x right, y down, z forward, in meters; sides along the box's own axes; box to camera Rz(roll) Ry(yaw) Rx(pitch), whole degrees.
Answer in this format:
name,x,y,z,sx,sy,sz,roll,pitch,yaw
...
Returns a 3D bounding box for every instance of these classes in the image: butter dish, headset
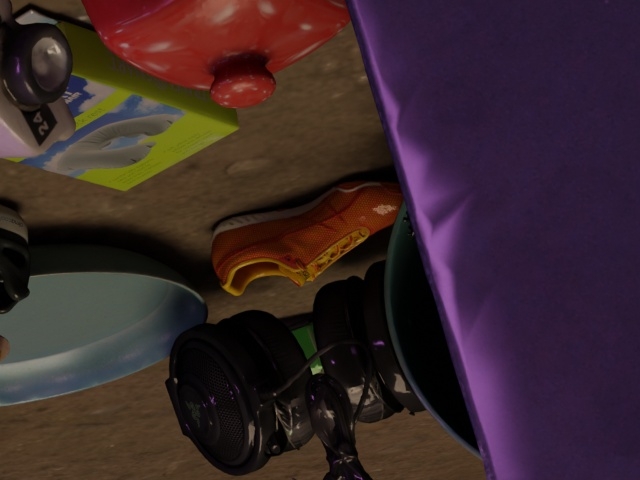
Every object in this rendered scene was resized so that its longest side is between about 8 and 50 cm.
name,x,y,z,sx,sy,sz,roll,pitch,yaw
butter dish,-0.050,-0.126,0.914,0.160,0.118,0.160,-24,156,29
headset,0.001,0.131,1.423,0.243,0.185,0.394,-20,-179,-3

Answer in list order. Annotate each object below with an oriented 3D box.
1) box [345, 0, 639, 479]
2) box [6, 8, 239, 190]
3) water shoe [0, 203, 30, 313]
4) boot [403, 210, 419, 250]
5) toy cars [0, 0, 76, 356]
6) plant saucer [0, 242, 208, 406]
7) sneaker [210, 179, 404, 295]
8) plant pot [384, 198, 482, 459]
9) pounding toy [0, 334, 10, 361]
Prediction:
name,x,y,z,sx,sy,sz,roll,pitch,yaw
box,0.261,0.024,0.833,0.297,0.480,0.472,-18,172,18
box,-0.148,-0.084,1.076,0.109,0.042,0.178,-26,156,31
water shoe,-0.293,0.012,1.186,0.203,0.080,0.073,1,155,-32
boot,0.187,-0.078,1.173,0.207,0.246,0.094,20,164,14
toy cars,-0.215,-0.036,0.781,0.176,0.087,0.394,29,142,-1
plant saucer,-0.252,0.070,1.411,0.317,0.044,0.317,-11,159,-4
sneaker,0.000,0.000,1.341,0.175,0.067,0.064,-20,156,15
plant pot,0.202,0.053,1.313,0.293,0.293,0.235,-14,167,3
pounding toy,-0.259,-0.056,0.974,0.183,0.110,0.237,8,139,44
